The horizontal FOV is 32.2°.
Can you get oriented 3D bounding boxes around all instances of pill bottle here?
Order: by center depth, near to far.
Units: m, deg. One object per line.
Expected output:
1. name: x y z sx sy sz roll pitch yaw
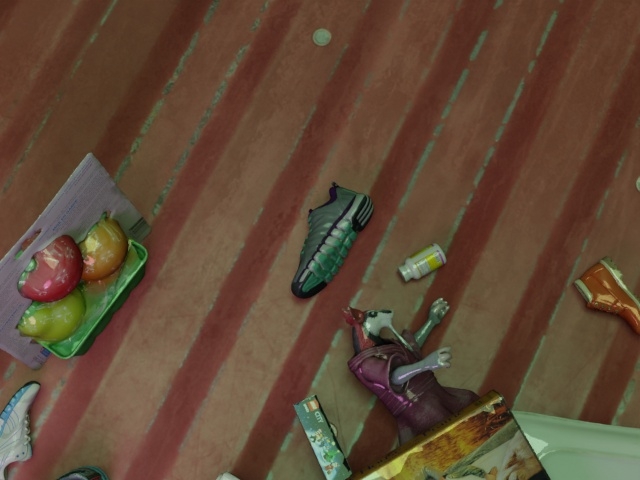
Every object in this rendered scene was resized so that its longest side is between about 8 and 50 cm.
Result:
1. pill bottle: 0.181 0.042 1.989 0.083 0.043 0.043 -29 78 -7

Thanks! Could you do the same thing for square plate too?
1. square plate: 0.449 0.470 1.791 0.344 0.049 0.347 8 89 -4

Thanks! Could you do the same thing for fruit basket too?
1. fruit basket: -0.433 0.043 1.826 0.165 0.353 0.327 31 78 22

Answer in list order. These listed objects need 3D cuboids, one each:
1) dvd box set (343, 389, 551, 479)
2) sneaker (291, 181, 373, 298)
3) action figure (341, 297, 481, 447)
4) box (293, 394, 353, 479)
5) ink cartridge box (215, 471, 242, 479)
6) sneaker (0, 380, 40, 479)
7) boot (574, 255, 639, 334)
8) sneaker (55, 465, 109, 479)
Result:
1. dvd box set: 0.172 0.468 1.717 0.420 0.062 0.308 -30 91 -4
2. sneaker: 0.000 0.000 1.993 0.098 0.083 0.224 28 74 30
3. action figure: 0.153 0.262 1.890 0.370 0.248 0.276 46 107 9
4. box: 0.024 0.377 1.845 0.044 0.159 0.233 -25 78 -5
5. ink cartridge box: -0.086 0.552 1.816 0.306 0.131 0.226 32 78 7
6. sneaker: -0.521 0.333 1.903 0.083 0.071 0.191 29 86 0
7. boot: 0.520 0.115 1.972 0.084 0.059 0.158 -32 70 -5
8. sneaker: -0.473 0.465 1.835 0.262 0.125 0.104 -43 80 -10
